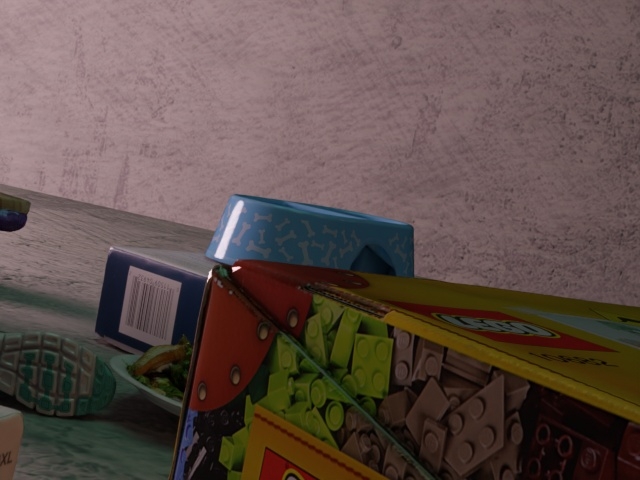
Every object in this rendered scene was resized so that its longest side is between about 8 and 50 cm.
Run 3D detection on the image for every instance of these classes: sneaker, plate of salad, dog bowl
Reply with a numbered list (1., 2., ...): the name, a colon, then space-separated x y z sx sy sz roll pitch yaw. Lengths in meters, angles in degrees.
1. sneaker: -0.244 0.098 0.888 0.166 0.065 0.076 16 -4 -3
2. plate of salad: -0.077 0.122 0.923 0.200 0.048 0.200 20 0 0
3. dog bowl: 0.000 0.000 1.259 0.166 0.074 0.297 14 4 34

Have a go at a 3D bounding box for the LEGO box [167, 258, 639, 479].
1. LEGO box: 0.236 0.157 0.479 0.500 0.193 0.372 8 6 -35

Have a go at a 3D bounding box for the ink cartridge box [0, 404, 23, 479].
1. ink cartridge box: -0.273 0.106 0.531 0.203 0.086 0.148 13 4 17

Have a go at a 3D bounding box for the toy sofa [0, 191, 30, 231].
1. toy sofa: -0.449 -0.007 1.109 0.177 0.150 0.362 14 2 -40

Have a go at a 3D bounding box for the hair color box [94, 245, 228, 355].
1. hair color box: -0.056 0.082 1.232 0.174 0.105 0.347 15 6 42
